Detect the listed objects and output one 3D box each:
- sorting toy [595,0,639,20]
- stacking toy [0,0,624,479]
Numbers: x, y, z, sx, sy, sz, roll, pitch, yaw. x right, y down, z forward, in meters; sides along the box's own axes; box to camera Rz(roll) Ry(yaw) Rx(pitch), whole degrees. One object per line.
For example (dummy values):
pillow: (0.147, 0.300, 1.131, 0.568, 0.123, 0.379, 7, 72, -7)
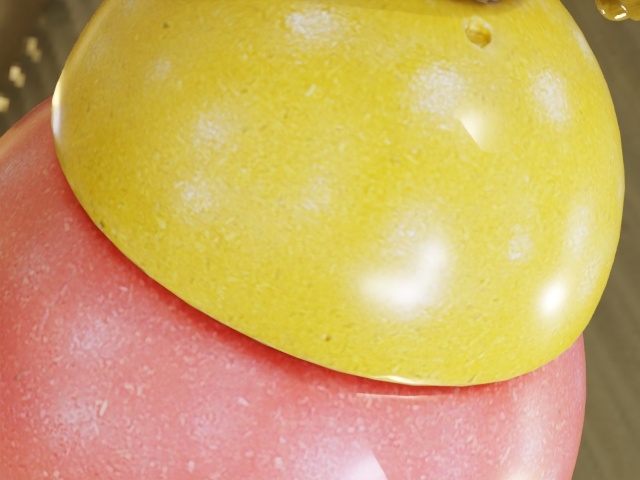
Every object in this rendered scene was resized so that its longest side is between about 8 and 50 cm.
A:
sorting toy: (0.154, -0.255, 1.051, 0.126, 0.365, 0.127, -24, -155, 22)
stacking toy: (0.000, 0.000, 0.700, 0.480, 0.351, 0.350, -64, -141, 36)
